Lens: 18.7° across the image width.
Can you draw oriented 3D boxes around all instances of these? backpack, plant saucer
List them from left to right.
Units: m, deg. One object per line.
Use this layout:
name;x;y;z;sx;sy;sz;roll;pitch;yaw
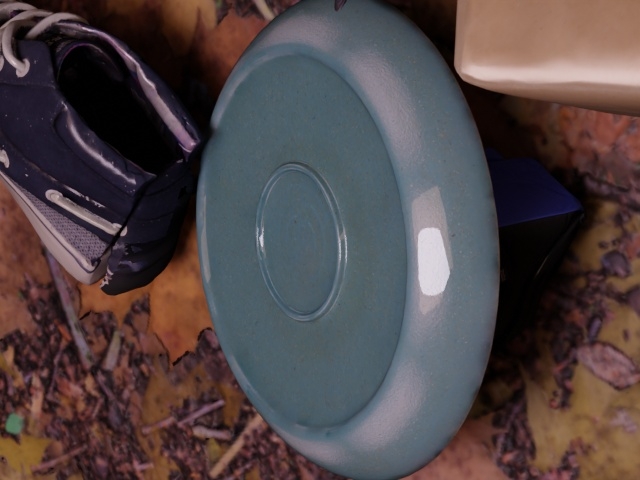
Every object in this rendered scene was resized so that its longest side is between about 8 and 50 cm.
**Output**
plant saucer;0.000;0.000;1.240;0.317;0.043;0.318;15;108;56
backpack;0.096;0.009;1.222;0.101;0.098;0.120;50;135;38

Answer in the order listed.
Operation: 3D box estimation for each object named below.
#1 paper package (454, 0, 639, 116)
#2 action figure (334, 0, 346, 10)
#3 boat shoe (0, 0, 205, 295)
paper package;0.249;-0.209;0.962;0.324;0.168;0.310;4;92;26
action figure;0.029;-0.245;1.179;0.276;0.141;0.164;48;122;34
boat shoe;-0.209;-0.130;1.350;0.340;0.127;0.158;45;148;7
